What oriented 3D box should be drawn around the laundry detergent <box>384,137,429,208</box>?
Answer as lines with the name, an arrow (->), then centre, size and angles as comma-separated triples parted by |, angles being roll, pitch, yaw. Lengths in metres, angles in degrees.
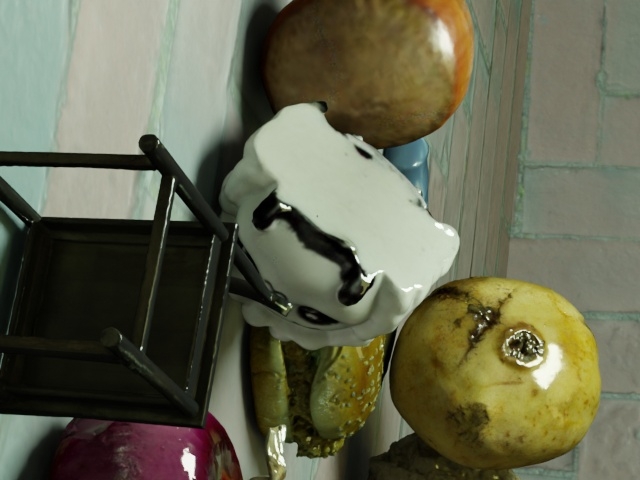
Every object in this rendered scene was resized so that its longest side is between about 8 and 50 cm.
laundry detergent -> 0.118, -0.063, 2.143 | 0.096, 0.061, 0.206 | -38, 129, -69

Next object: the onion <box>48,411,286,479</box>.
onion -> -0.113, 0.188, 1.096 | 0.177, 0.153, 0.177 | 16, 90, -74

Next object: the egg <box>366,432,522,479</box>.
egg -> 0.162, 0.398, 2.031 | 0.279, 0.279, 0.310 | 42, 25, -72

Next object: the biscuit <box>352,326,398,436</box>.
biscuit -> 0.055, 0.058, 1.895 | 0.335, 0.078, 0.329 | -68, 161, -50

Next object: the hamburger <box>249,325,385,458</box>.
hamburger -> 0.006, 0.112, 1.610 | 0.189, 0.122, 0.215 | -64, 156, -62

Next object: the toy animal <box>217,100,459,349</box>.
toy animal -> 0.000, 0.000, 1.437 | 0.156, 0.208, 0.204 | -50, 180, 44

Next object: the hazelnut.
hazelnut -> 0.048, -0.180, 1.535 | 0.214, 0.214, 0.176 | -62, 141, -59

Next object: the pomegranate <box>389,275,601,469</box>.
pomegranate -> 0.212, 0.162, 1.932 | 0.260, 0.260, 0.260 | 3, 90, -76

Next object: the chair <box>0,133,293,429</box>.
chair -> -0.131, 0.041, 0.994 | 0.260, 0.155, 0.141 | 56, 40, -63
